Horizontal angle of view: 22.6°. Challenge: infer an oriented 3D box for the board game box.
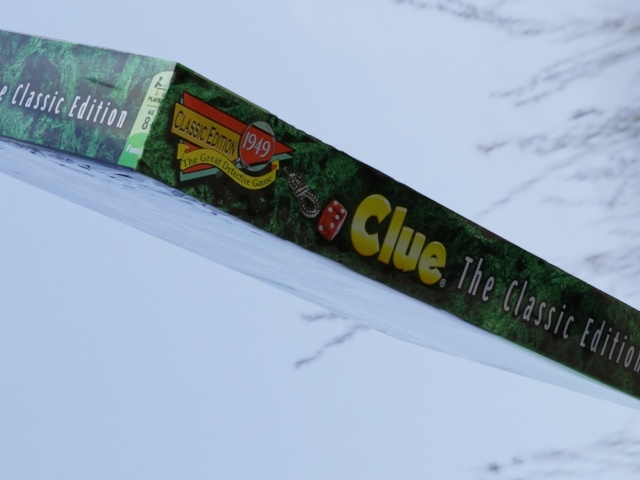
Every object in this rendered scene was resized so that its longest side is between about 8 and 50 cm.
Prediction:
[{"bbox_3d":[0.000,0.000,0.453,0.259,0.136,0.030,25,-100,-48],"label":"board game box"}]
